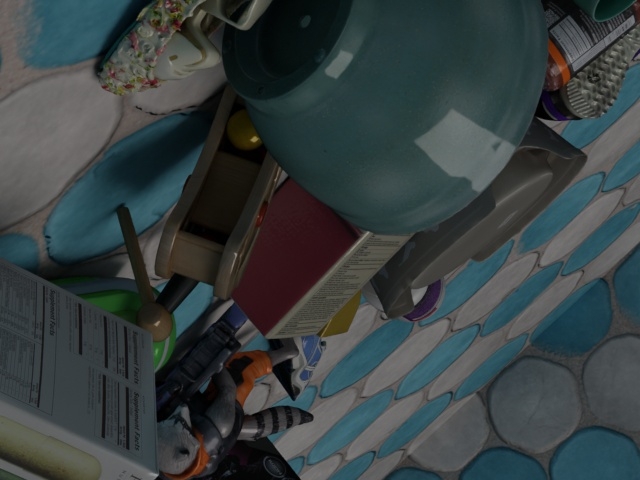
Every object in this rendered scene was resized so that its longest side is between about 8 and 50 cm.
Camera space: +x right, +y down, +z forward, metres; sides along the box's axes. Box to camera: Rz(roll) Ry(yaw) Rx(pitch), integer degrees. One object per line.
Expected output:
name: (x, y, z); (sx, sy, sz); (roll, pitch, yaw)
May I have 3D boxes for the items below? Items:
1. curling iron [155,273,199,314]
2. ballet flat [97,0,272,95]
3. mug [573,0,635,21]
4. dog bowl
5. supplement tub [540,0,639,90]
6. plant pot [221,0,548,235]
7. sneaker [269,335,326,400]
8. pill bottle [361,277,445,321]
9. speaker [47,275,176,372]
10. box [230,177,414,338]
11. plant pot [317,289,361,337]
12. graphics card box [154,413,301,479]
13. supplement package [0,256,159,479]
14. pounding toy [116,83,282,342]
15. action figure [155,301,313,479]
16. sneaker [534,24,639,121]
curling iron: (-0.131, 0.014, 1.781); (0.274, 0.035, 0.068); (-51, 176, -37)
ballet flat: (-0.101, -0.200, 1.397); (0.241, 0.077, 0.091); (-46, 162, 19)
mug: (0.353, -0.345, 1.935); (0.158, 0.097, 0.129); (-16, 149, -54)
dog bowl: (0.196, -0.040, 2.158); (0.349, 0.102, 0.349); (-37, 169, -8)
supplement tub: (0.308, -0.263, 2.029); (0.198, 0.106, 0.106); (-38, 162, -5)
plant pot: (0.035, -0.174, 1.472); (0.196, 0.293, 0.293); (25, 116, -41)
sneaker: (-0.029, 0.179, 2.428); (0.081, 0.080, 0.211); (-31, 161, -18)
pill bottle: (0.119, 0.060, 2.400); (0.108, 0.108, 0.193); (-42, 162, 5)
speaker: (-0.280, 0.109, 1.685); (0.131, 0.131, 0.296); (-49, 160, 24)
box: (0.000, 0.000, 1.989); (0.232, 0.127, 0.149); (-47, 161, 17)
plant pot: (0.012, 0.079, 2.284); (0.081, 0.081, 0.083); (-6, 131, -60)
graphics card box: (-0.180, 0.429, 2.465); (0.371, 0.233, 0.094); (-17, 150, -50)
supplement package: (-0.308, 0.152, 1.418); (0.263, 0.198, 0.199); (29, 116, -25)
pounding toy: (-0.136, -0.032, 1.615); (0.154, 0.155, 0.269); (92, 18, -80)
action figure: (-0.126, 0.220, 2.190); (0.341, 0.178, 0.330); (-49, 170, 30)
sneaker: (0.376, -0.270, 2.182); (0.293, 0.102, 0.146); (-48, -164, -26)
